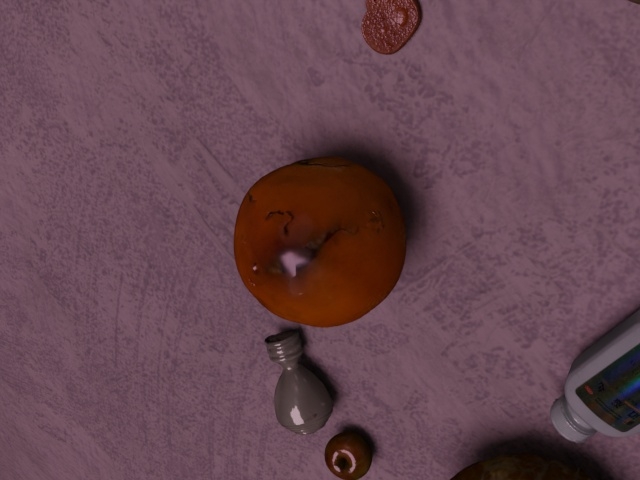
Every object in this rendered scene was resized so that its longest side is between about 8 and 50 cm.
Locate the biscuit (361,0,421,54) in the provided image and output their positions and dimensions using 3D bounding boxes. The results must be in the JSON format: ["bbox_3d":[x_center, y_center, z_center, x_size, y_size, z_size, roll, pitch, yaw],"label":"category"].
[{"bbox_3d":[0.088,-0.289,0.967,0.078,0.015,0.091,49,132,1],"label":"biscuit"}]

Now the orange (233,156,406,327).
[{"bbox_3d":[0.000,0.000,1.045,0.246,0.246,0.246,17,125,25],"label":"orange"}]

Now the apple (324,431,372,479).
[{"bbox_3d":[0.052,0.392,1.359,0.089,0.074,0.090,15,122,25],"label":"apple"}]

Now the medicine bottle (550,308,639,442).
[{"bbox_3d":[0.404,0.193,0.998,0.121,0.083,0.229,40,132,4],"label":"medicine bottle"}]

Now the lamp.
[{"bbox_3d":[-0.042,0.256,1.331,0.106,0.106,0.193,-8,103,37],"label":"lamp"}]

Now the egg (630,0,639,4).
[{"bbox_3d":[0.343,-0.312,0.684,0.164,0.164,0.201,39,135,8],"label":"egg"}]

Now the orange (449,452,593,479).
[{"bbox_3d":[0.316,0.486,1.123,0.329,0.249,0.329,14,117,29],"label":"orange"}]
